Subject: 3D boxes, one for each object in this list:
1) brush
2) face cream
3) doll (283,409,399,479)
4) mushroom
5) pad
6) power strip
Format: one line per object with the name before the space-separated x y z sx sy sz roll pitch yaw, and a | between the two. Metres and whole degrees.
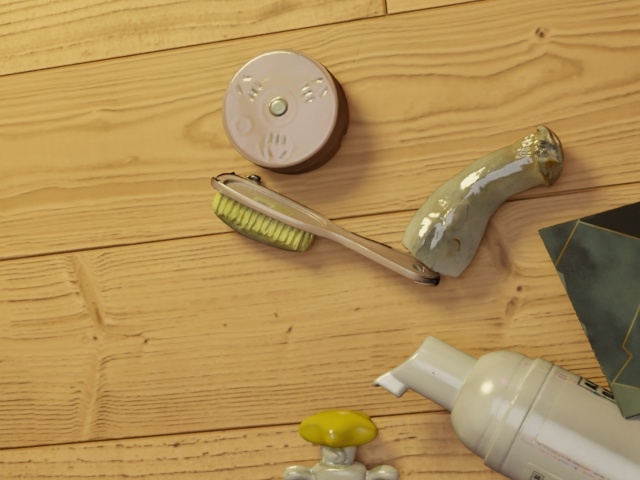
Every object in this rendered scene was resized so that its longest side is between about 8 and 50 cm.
brush | 0.000 0.001 1.547 0.313 0.072 0.067 24 114 10
face cream | 0.245 0.207 1.424 0.370 0.145 0.145 27 92 12
doll | 0.031 0.266 1.515 0.135 0.071 0.113 22 99 9
mushroom | 0.196 -0.053 1.491 0.223 0.081 0.092 -43 60 5
pad | 0.367 0.070 1.419 0.164 0.004 0.243 -16 67 -12
power strip | -0.045 -0.160 1.554 0.154 0.078 0.154 -1 87 13
